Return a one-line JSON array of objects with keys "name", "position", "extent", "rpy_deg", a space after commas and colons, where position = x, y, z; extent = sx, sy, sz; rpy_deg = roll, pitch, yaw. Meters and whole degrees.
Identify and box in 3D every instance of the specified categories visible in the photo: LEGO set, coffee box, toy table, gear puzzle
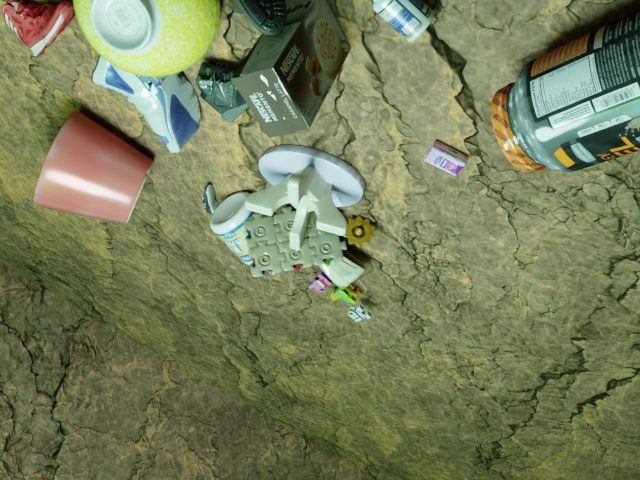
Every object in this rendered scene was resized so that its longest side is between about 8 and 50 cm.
[{"name": "LEGO set", "position": [0.051, 0.158, 1.881], "extent": [0.093, 0.087, 0.227], "rpy_deg": [-31, 119, 33]}, {"name": "coffee box", "position": [-0.047, -0.329, 1.149], "extent": [0.098, 0.246, 0.141], "rpy_deg": [-3, 137, 34]}, {"name": "toy table", "position": [-0.043, -0.110, 1.518], "extent": [0.274, 0.161, 0.252], "rpy_deg": [9, 143, 19]}, {"name": "gear puzzle", "position": [-0.025, -0.008, 1.616], "extent": [0.339, 0.175, 0.044], "rpy_deg": [-11, 160, -4]}]

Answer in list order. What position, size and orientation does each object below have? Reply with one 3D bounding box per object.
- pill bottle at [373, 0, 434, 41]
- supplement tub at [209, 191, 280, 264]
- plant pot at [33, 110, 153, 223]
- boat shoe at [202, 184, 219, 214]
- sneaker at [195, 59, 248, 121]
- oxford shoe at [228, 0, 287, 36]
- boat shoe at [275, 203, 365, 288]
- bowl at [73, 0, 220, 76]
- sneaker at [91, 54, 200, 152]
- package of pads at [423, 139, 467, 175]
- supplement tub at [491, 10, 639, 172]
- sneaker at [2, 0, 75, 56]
[{"name": "pill bottle", "position": [0.135, -0.413, 1.086], "extent": [0.120, 0.067, 0.067], "rpy_deg": [37, 144, -18]}, {"name": "supplement tub", "position": [-0.198, -0.022, 1.740], "extent": [0.144, 0.144, 0.199], "rpy_deg": [-9, 133, 39]}, {"name": "plant pot", "position": [-0.609, -0.180, 1.698], "extent": [0.243, 0.275, 0.275], "rpy_deg": [23, 147, -15]}, {"name": "boat shoe", "position": [-0.322, -0.117, 1.779], "extent": [0.038, 0.046, 0.125], "rpy_deg": [12, 152, 9]}, {"name": "sneaker", "position": [-0.193, -0.351, 1.348], "extent": [0.130, 0.087, 0.227], "rpy_deg": [33, 151, -24]}, {"name": "oxford shoe", "position": [-0.123, -0.443, 1.126], "extent": [0.227, 0.083, 0.096], "rpy_deg": [62, 163, 23]}, {"name": "boat shoe", "position": [0.000, 0.000, 1.705], "extent": [0.098, 0.109, 0.302], "rpy_deg": [-40, 102, 16]}, {"name": "bowl", "position": [-0.351, -0.437, 1.181], "extent": [0.290, 0.156, 0.289], "rpy_deg": [4, 122, 6]}, {"name": "sneaker", "position": [-0.418, -0.366, 1.449], "extent": [0.182, 0.127, 0.315], "rpy_deg": [6, 135, 30]}, {"name": "package of pads", "position": [0.272, -0.178, 1.349], "extent": [0.083, 0.032, 0.050], "rpy_deg": [26, 148, -3]}, {"name": "supplement tub", "position": [0.465, -0.236, 1.001], "extent": [0.338, 0.207, 0.207], "rpy_deg": [-18, 128, 46]}, {"name": "sneaker", "position": [-0.656, -0.512, 1.414], "extent": [0.221, 0.087, 0.128], "rpy_deg": [-19, 128, 44]}]
